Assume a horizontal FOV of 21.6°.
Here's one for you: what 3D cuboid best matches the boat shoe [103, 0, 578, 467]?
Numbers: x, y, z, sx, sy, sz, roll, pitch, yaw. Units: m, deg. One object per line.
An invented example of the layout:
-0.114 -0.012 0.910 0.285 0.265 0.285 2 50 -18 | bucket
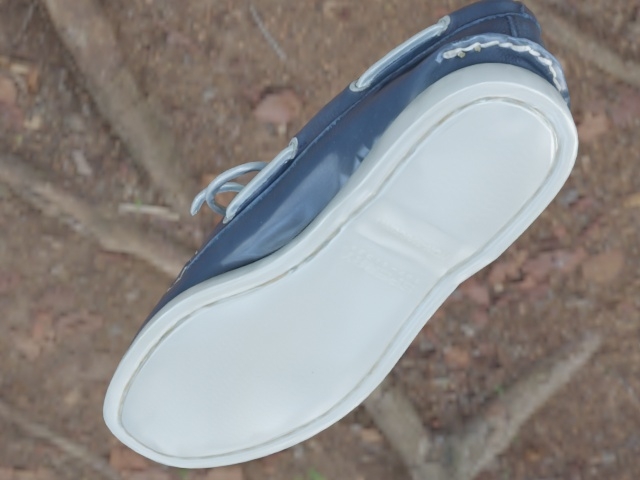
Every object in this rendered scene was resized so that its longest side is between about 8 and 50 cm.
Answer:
0.000 0.000 0.686 0.095 0.079 0.254 28 124 -22 | boat shoe
